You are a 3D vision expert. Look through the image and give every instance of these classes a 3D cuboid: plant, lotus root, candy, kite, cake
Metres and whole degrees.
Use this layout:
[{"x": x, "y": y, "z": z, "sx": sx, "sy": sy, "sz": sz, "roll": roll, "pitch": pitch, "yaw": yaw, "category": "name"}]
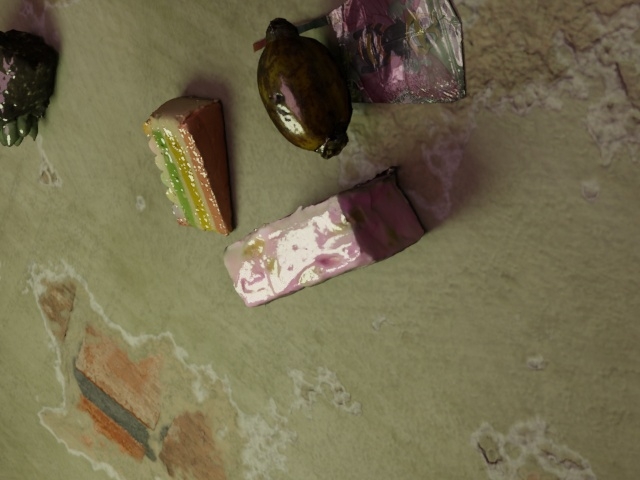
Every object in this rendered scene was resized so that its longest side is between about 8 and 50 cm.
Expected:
[{"x": -0.545, "y": -0.262, "z": 2.015, "sx": 0.129, "sy": 0.132, "sz": 0.194, "roll": 39, "pitch": 121, "yaw": 25, "category": "plant"}, {"x": -0.028, "y": -0.211, "z": 1.601, "sx": 0.120, "sy": 0.120, "sz": 0.209, "roll": -26, "pitch": 87, "yaw": 41, "category": "lotus root"}, {"x": 0.000, "y": 0.000, "z": 1.653, "sx": 0.265, "sy": 0.155, "sz": 0.115, "roll": -23, "pitch": 93, "yaw": 41, "category": "candy"}, {"x": 0.044, "y": -0.257, "z": 1.621, "sx": 0.360, "sy": 0.022, "sz": 0.204, "roll": -13, "pitch": 96, "yaw": 40, "category": "kite"}, {"x": -0.210, "y": -0.112, "z": 1.829, "sx": 0.109, "sy": 0.090, "sz": 0.225, "roll": 6, "pitch": 109, "yaw": 33, "category": "cake"}]
